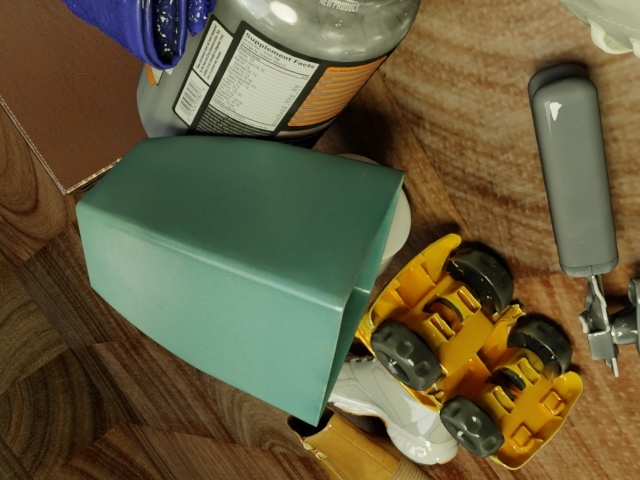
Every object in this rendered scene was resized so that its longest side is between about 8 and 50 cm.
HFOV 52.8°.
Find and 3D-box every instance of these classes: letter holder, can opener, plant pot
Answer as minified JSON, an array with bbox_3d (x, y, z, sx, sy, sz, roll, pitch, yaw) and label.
[{"bbox_3d":[-0.360,-0.251,0.961,0.301,0.215,0.152,58,178,-10],"label":"letter holder"},{"bbox_3d":[0.243,-0.009,0.535,0.095,0.076,0.283,-11,116,18],"label":"can opener"},{"bbox_3d":[-0.074,0.011,0.558,0.235,0.165,0.165,20,136,10],"label":"plant pot"}]

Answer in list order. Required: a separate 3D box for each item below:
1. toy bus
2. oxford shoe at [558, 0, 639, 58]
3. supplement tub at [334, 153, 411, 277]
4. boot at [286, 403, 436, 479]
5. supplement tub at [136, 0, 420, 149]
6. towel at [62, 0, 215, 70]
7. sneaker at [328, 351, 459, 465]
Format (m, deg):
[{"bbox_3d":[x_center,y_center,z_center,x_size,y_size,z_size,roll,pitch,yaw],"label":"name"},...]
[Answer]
[{"bbox_3d":[0.138,0.128,0.718,0.220,0.149,0.211,48,160,2],"label":"toy bus"},{"bbox_3d":[0.215,-0.145,0.337,0.449,0.169,0.130,43,141,26],"label":"oxford shoe"},{"bbox_3d":[0.000,0.000,0.744,0.144,0.144,0.200,51,147,2],"label":"supplement tub"},{"bbox_3d":[0.032,0.333,1.007,0.211,0.104,0.295,38,150,-6],"label":"boot"},{"bbox_3d":[-0.041,-0.191,0.571,0.193,0.194,0.316,51,146,1],"label":"supplement tub"},{"bbox_3d":[-0.184,-0.285,0.457,0.308,0.076,0.227,38,139,29],"label":"towel"},{"bbox_3d":[0.087,0.184,0.882,0.263,0.099,0.120,24,117,39],"label":"sneaker"}]
